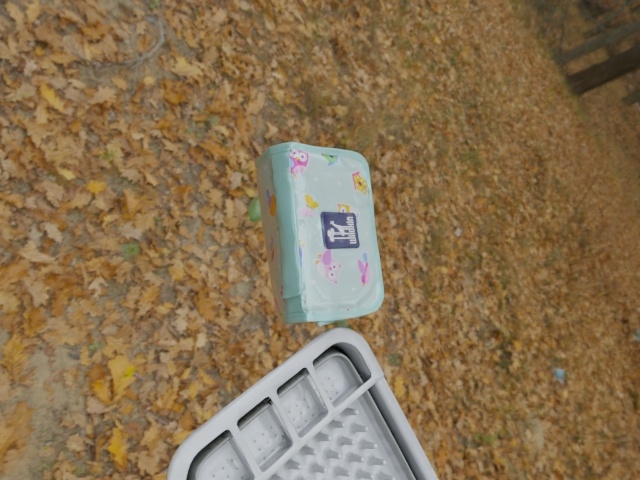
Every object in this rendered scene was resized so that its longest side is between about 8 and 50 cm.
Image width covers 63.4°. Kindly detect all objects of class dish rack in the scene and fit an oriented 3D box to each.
[{"bbox_3d":[-0.001,0.300,0.596,0.286,0.072,0.332,-32,96,-36],"label":"dish rack"}]

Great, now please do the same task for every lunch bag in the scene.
[{"bbox_3d":[0.000,0.000,0.703,0.262,0.160,0.223,25,59,-77],"label":"lunch bag"}]
